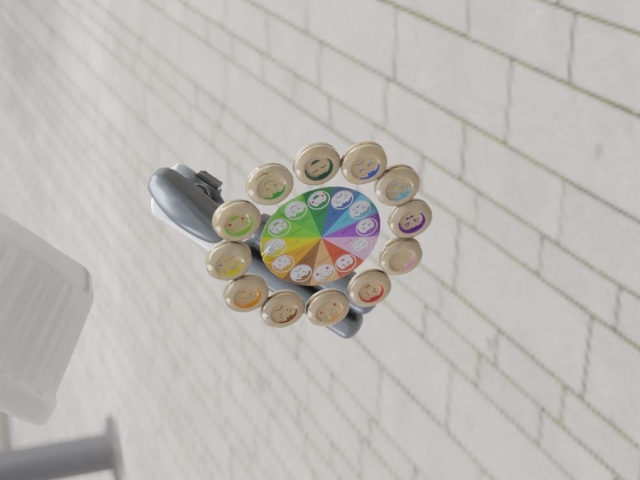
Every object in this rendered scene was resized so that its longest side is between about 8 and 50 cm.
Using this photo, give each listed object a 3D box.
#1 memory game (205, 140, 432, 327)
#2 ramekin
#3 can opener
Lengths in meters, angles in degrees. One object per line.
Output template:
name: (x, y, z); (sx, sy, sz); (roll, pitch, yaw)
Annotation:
memory game: (0.000, 0.000, 1.011); (0.012, 0.186, 0.186); (-114, 26, -48)
ramekin: (-0.304, 0.028, 1.019); (0.127, 0.273, 0.273); (-61, 18, -11)
can opener: (-0.069, 0.015, 1.403); (0.074, 0.280, 0.093); (-56, 3, 27)
